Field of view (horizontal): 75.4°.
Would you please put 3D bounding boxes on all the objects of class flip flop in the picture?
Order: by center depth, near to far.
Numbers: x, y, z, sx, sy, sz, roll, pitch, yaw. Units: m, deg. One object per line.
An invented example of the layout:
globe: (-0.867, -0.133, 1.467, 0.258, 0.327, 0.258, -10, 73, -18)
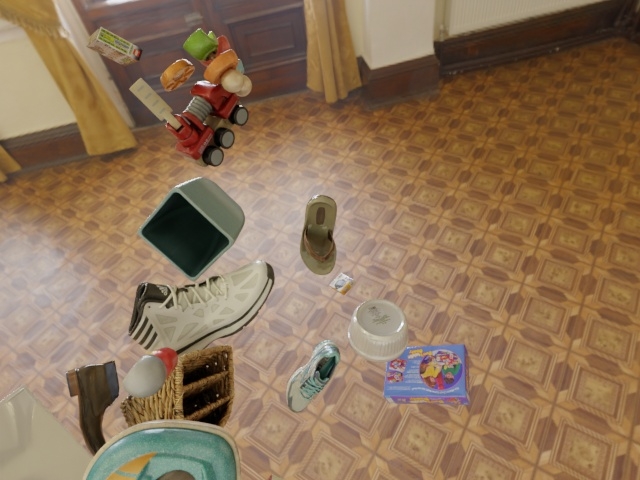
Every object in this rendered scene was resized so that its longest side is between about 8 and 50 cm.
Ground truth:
flip flop: (0.000, 0.000, 1.174, 0.112, 0.277, 0.080, 1, 41, -5)

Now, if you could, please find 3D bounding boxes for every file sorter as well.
file sorter: (-0.604, 0.474, 0.806, 0.173, 0.278, 0.193, -32, 11, 27)

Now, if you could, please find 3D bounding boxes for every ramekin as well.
ramekin: (0.196, 0.291, 1.387, 0.207, 0.109, 0.207, 0, 39, 0)

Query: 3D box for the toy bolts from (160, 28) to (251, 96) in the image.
toy bolts: (-0.290, -0.444, 1.137, 0.218, 0.158, 0.228, -35, 13, 24)

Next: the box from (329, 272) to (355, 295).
box: (0.096, 0.196, 1.886, 0.081, 0.028, 0.136, -45, 26, -12)

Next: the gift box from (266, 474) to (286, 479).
gift box: (-0.064, 0.700, 0.878, 0.258, 0.276, 0.255, 28, 29, -9)

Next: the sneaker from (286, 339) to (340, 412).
sneaker: (-0.027, 0.487, 1.462, 0.110, 0.122, 0.283, 32, 87, -12)

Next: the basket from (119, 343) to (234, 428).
basket: (-0.341, 0.446, 1.144, 0.223, 0.299, 0.213, -39, 74, 6)

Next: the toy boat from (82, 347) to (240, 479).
toy boat: (-0.278, 0.346, 0.704, 0.267, 0.148, 0.319, -5, 88, -4)

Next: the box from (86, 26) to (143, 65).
box: (-0.599, -0.556, 1.197, 0.207, 0.114, 0.036, 25, 94, 51)

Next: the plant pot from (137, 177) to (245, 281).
plant pot: (-0.402, -0.067, 1.411, 0.248, 0.247, 0.252, -39, 13, 28)

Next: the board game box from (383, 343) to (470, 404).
board game box: (0.458, 0.580, 1.793, 0.347, 0.078, 0.233, -10, 44, 27)

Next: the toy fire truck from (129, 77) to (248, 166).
toy fire truck: (-0.349, -0.351, 1.109, 0.158, 0.246, 0.217, 23, 78, 27)

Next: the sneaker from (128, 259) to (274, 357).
sneaker: (-0.359, 0.175, 1.193, 0.447, 0.257, 0.169, -38, 43, 3)

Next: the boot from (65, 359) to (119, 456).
boot: (-0.521, 0.399, 0.991, 0.106, 0.082, 0.219, -18, 88, -27)
